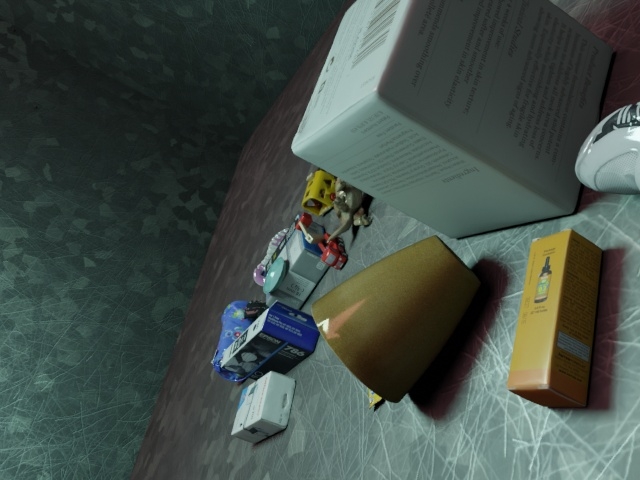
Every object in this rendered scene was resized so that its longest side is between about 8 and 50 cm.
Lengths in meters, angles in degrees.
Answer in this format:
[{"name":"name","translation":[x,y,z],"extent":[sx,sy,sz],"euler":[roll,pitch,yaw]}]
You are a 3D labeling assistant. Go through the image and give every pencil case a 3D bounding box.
[{"name":"pencil case","translation":[-0.294,0.343,2.090],"extent":[0.306,0.133,0.119],"euler":[-89,9,-54]}]

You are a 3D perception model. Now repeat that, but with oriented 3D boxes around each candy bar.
[{"name":"candy bar","translation":[0.109,0.280,1.267],"extent":[0.040,0.018,0.161],"euler":[-52,22,30]}]

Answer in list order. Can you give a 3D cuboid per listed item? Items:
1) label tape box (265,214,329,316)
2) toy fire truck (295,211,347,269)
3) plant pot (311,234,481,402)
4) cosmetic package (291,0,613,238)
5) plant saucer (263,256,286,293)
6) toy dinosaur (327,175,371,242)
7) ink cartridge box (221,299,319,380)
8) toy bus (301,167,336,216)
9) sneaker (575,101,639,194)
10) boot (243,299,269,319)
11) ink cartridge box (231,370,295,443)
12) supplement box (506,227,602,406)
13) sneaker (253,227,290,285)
[{"name":"label tape box","translation":[-0.104,0.118,1.917],"extent":[0.334,0.106,0.240],"euler":[-56,19,20]},{"name":"toy fire truck","translation":[0.000,0.000,1.745],"extent":[0.047,0.135,0.192],"euler":[-57,20,20]},{"name":"plant pot","translation":[0.155,0.119,1.089],"extent":[0.254,0.237,0.237],"euler":[-43,23,11]},{"name":"cosmetic package","translation":[0.223,-0.243,1.065],"extent":[0.327,0.393,0.329],"euler":[-18,48,64]},{"name":"plant saucer","translation":[-0.132,0.107,1.808],"extent":[0.119,0.021,0.119],"euler":[-49,25,33]},{"name":"toy dinosaur","translation":[0.080,-0.126,1.740],"extent":[0.200,0.127,0.296],"euler":[167,115,-76]},{"name":"ink cartridge box","translation":[-0.133,0.292,1.670],"extent":[0.333,0.165,0.065],"euler":[-47,24,43]},{"name":"toy bus","translation":[0.004,-0.187,2.031],"extent":[0.191,0.104,0.202],"euler":[-60,19,11]},{"name":"sneaker","translation":[0.424,-0.054,0.677],"extent":[0.366,0.137,0.210],"euler":[-9,54,64]},{"name":"boot","translation":[-0.221,0.257,2.075],"extent":[0.099,0.045,0.121],"euler":[-6,47,31]},{"name":"ink cartridge box","translation":[-0.156,0.455,1.647],"extent":[0.190,0.082,0.140],"euler":[-44,26,48]},{"name":"supplement box","translation":[0.325,0.105,0.832],"extent":[0.078,0.080,0.233],"euler":[-28,42,59]},{"name":"sneaker","translation":[-0.146,0.065,2.136],"extent":[0.236,0.095,0.104],"euler":[-56,-17,-12]}]
